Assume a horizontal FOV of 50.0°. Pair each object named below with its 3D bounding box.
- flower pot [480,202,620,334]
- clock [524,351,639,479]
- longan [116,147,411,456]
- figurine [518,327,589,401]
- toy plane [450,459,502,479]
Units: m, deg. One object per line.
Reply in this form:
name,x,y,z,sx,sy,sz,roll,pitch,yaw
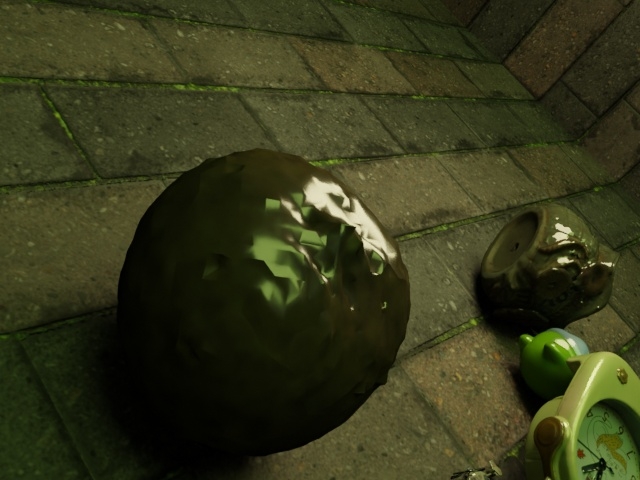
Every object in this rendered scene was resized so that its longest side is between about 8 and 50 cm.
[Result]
flower pot,0.515,0.073,1.569,0.213,0.302,0.302,35,34,-11
clock,0.489,0.396,1.229,0.348,0.117,0.286,-38,97,-34
longan,-0.070,0.082,0.895,0.391,0.391,0.391,25,36,-20
figurine,0.523,0.295,1.440,0.263,0.143,0.162,49,-9,-18
toy plane,0.272,0.406,1.170,0.120,0.031,0.049,1,41,-40
